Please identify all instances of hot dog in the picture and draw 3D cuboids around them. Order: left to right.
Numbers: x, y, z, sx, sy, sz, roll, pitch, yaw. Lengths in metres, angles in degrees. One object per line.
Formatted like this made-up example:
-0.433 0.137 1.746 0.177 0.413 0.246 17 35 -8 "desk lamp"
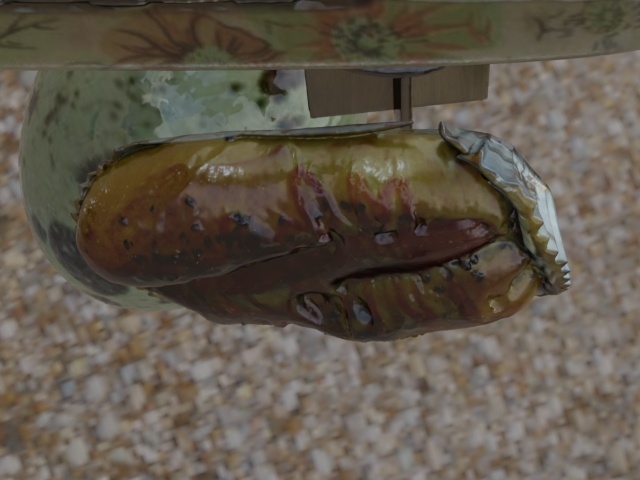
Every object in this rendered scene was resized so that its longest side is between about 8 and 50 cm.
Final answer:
0.000 0.000 1.034 0.162 0.270 0.082 56 37 -53 "hot dog"

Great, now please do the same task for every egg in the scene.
-0.119 -0.092 1.705 0.287 0.379 0.287 27 31 -18 "egg"

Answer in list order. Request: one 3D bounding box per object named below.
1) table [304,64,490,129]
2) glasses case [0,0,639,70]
0.053 -0.141 1.341 0.167 0.226 0.167 -1 69 2 "table"
-0.082 -0.115 0.515 0.098 0.425 0.156 81 13 -46 "glasses case"
